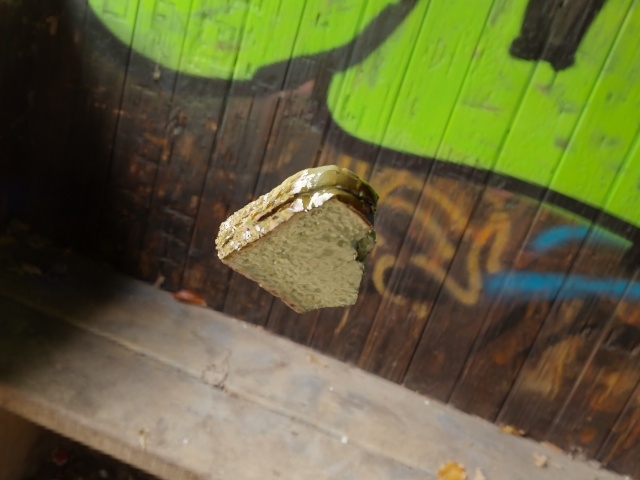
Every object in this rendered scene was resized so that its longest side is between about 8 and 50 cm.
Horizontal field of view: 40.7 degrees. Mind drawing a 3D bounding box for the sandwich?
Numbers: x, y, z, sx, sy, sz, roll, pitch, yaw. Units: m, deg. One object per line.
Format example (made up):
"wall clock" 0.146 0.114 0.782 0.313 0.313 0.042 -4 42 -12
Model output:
"sandwich" 0.000 0.000 0.529 0.093 0.105 0.035 31 43 -28
